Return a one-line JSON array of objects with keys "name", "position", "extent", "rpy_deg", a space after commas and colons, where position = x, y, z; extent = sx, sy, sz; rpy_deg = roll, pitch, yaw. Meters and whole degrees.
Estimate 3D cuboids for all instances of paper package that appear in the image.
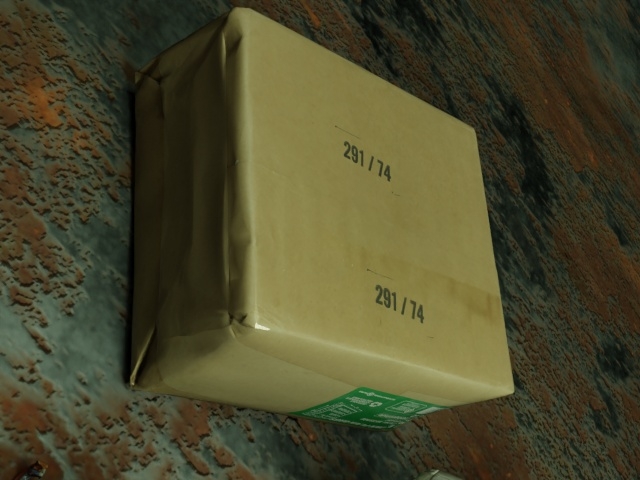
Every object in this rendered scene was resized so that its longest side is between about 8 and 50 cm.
[{"name": "paper package", "position": [0.000, 0.000, 0.853], "extent": [0.324, 0.168, 0.310], "rpy_deg": [19, 57, -41]}]

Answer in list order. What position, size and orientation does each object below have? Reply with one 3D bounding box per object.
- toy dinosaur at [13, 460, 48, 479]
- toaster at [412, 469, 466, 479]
[{"name": "toy dinosaur", "position": [-0.216, 0.180, 0.622], "extent": [0.090, 0.047, 0.082], "rpy_deg": [24, 34, -24]}, {"name": "toaster", "position": [0.114, 0.302, 0.777], "extent": [0.129, 0.146, 0.227], "rpy_deg": [-36, 140, -47]}]
